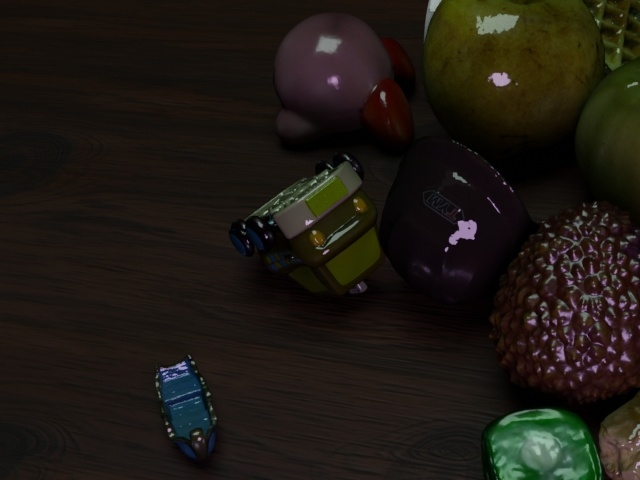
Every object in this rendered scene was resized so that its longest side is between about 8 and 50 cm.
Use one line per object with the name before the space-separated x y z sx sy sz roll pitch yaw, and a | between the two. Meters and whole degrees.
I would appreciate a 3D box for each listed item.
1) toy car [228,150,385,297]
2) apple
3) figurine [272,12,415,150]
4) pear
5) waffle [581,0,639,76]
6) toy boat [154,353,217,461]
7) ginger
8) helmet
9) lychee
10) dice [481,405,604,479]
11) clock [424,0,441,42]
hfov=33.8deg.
toy car | 0.000 0.000 1.613 0.204 0.198 0.248 -38 10 -20
apple | 0.520 -0.151 1.614 0.279 0.279 0.279 -7 42 6
figurine | 0.037 -0.310 1.921 0.261 0.211 0.269 -2 42 11
pear | 0.313 -0.278 1.757 0.304 0.304 0.304 -7 42 6
waffle | 0.568 -0.364 1.895 0.317 0.073 0.297 -17 66 -31
toy boat | -0.186 0.233 1.467 0.075 0.077 0.185 -17 41 -8
ginger | 0.468 0.225 1.305 0.263 0.109 0.116 -14 15 -4
helmet | 0.180 -0.012 1.512 0.225 0.305 0.177 39 86 23
lychee | 0.347 0.077 1.384 0.271 0.271 0.271 -7 42 6
dice | 0.266 0.287 1.273 0.131 0.120 0.128 -8 40 1
clock | 0.253 -0.393 1.974 0.068 0.196 0.197 8 45 20
